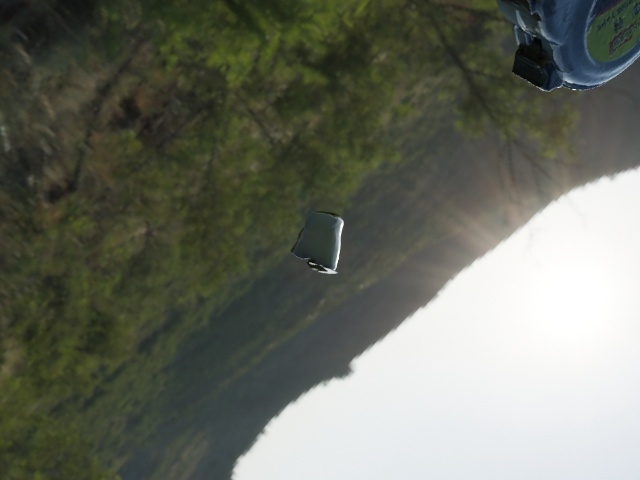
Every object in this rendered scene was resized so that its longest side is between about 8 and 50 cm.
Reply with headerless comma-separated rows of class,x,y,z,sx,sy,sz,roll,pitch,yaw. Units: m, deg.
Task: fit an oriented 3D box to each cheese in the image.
cheese,0.001,0.000,0.994,0.084,0.041,0.060,19,85,-77

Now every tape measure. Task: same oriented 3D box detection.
tape measure,0.274,-0.250,0.814,0.330,0.084,0.164,-39,148,-12
